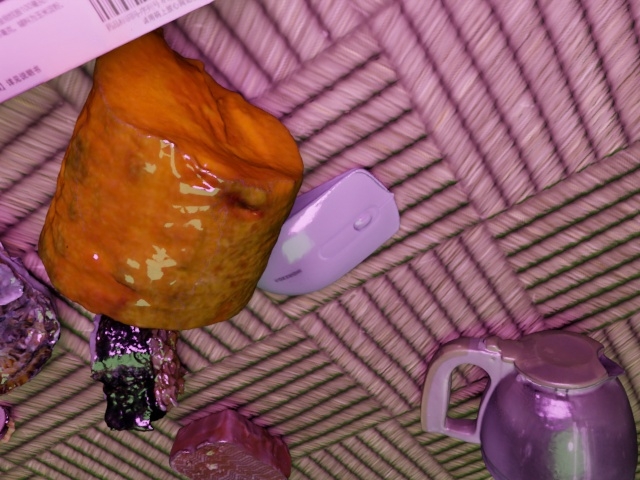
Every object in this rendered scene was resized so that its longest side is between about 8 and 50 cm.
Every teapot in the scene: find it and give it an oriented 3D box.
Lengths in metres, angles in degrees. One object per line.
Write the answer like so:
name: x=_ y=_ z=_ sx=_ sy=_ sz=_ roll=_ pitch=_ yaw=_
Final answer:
teapot: x=0.353 y=0.258 z=0.892 sx=0.239 sy=0.321 sz=0.239 roll=-25 pitch=117 yaw=-36

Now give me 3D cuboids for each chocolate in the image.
chocolate: x=-0.166 y=0.393 z=0.991 sx=0.148 sy=0.093 sz=0.214 roll=-30 pitch=124 yaw=16

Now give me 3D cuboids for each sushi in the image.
sushi: x=-0.267 y=0.193 z=0.799 sx=0.115 sy=0.147 sz=0.213 roll=0 pitch=123 yaw=-4

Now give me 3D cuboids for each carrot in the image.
carrot: x=-0.165 y=-0.028 z=0.582 sx=0.241 sy=0.241 sz=0.341 roll=18 pitch=123 yaw=-17

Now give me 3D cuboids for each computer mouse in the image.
computer mouse: x=0.000 y=0.000 z=0.719 sx=0.231 sy=0.079 sz=0.128 roll=-31 pitch=126 yaw=14

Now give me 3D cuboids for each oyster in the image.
oyster: x=-0.458 y=0.067 z=0.706 sx=0.158 sy=0.162 sz=0.351 roll=20 pitch=126 yaw=32

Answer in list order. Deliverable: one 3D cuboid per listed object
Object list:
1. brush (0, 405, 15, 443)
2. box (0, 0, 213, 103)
brush: x=-0.684 y=0.352 z=0.942 sx=0.312 sy=0.072 sz=0.067 roll=-10 pitch=141 yaw=4
box: x=-0.213 y=-0.205 z=0.457 sx=0.353 sy=0.214 sz=0.069 roll=-19 pitch=127 yaw=10
